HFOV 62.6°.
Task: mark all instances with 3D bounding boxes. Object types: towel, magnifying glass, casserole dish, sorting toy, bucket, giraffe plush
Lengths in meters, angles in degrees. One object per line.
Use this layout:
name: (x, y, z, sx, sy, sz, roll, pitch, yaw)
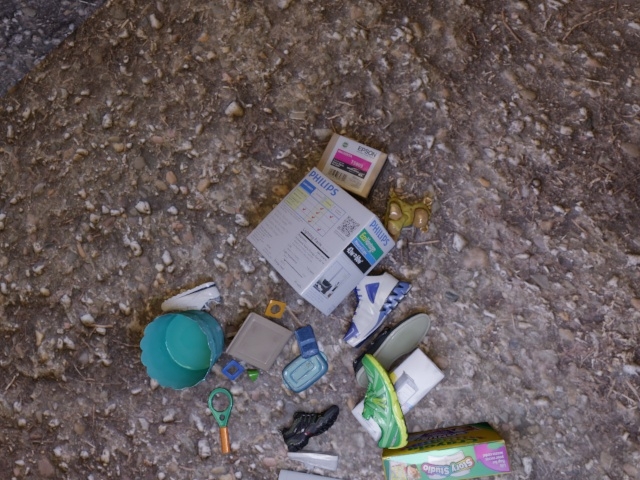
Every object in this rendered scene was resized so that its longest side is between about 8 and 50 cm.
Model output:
towel: (-0.050, 0.372, 1.936, 0.067, 0.029, 0.119, -21, 53, 3)
magnifying glass: (-0.363, 0.666, 1.953, 0.092, 0.026, 0.230, -11, 78, 7)
casserole dish: (-0.059, 0.477, 1.936, 0.188, 0.037, 0.114, -38, 77, -1)
sorting toy: (-0.224, 0.365, 1.928, 0.196, 0.047, 0.347, 30, 97, -25)
bucket: (-0.496, 0.386, 1.923, 0.281, 0.183, 0.281, 0, 92, 9)
giraffe plush: (0.327, -0.087, 1.938, 0.171, 0.181, 0.210, 7, 46, 0)

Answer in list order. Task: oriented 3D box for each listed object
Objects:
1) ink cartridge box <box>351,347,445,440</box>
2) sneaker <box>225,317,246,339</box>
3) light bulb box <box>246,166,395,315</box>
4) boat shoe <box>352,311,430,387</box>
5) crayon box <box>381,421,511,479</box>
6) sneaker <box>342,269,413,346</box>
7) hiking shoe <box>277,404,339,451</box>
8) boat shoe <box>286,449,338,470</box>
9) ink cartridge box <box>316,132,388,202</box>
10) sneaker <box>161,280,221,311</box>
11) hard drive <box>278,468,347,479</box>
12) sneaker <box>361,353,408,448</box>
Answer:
ink cartridge box: (0.262, 0.511, 1.781, 0.306, 0.226, 0.131, -44, 76, -2)
sneaker: (-0.267, 0.320, 1.984, 0.189, 0.066, 0.071, -11, 62, 0)
light bulb box: (0.000, 0.000, 1.866, 0.361, 0.225, 0.358, -46, 53, -2)
boat shoe: (0.242, 0.367, 1.874, 0.127, 0.113, 0.340, 36, 97, -29)
crayon box: (0.387, 0.679, 1.683, 0.363, 0.313, 0.106, -11, 78, 6)
sneaker: (0.168, 0.228, 1.913, 0.182, 0.127, 0.315, 40, 81, 17)
hiking shoe: (-0.042, 0.641, 1.872, 0.227, 0.086, 0.114, -32, 55, -14)
boat shoe: (-0.029, 0.780, 1.863, 0.184, 0.066, 0.063, 5, 79, 0)
ink cartridge box: (0.117, -0.280, 2.027, 0.235, 0.088, 0.193, 24, 85, 13)
sneaker: (-0.501, 0.237, 2.031, 0.235, 0.090, 0.094, -22, 92, 8)
hard drive: (-0.007, 0.916, 1.802, 0.308, 0.040, 0.203, 5, 54, 10)
sneaker: (0.178, 0.497, 1.625, 0.124, 0.109, 0.295, -18, 76, 1)
